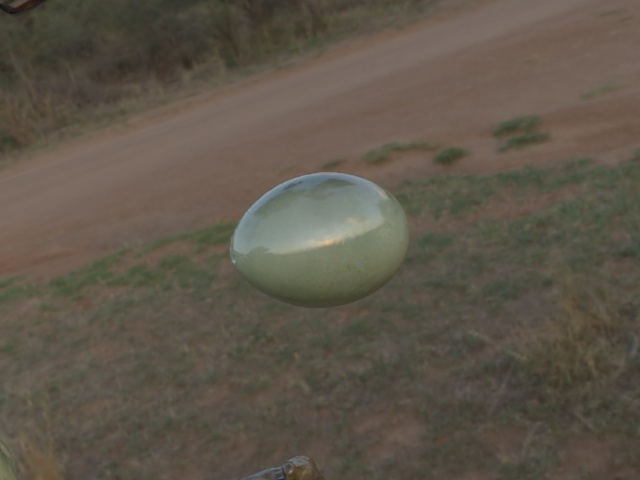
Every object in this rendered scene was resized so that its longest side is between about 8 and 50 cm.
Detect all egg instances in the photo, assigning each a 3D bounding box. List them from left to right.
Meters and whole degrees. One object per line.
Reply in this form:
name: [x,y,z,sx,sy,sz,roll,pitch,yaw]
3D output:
egg: [0.000,0.000,0.824,0.152,0.114,0.114,-10,14,-11]

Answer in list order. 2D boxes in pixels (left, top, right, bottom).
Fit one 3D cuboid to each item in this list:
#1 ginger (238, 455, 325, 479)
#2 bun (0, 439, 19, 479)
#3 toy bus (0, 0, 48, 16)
ginger: [-0.132,0.244,0.802,0.290,0.084,0.122,-21,-24,-6]
bun: [-0.252,0.173,0.600,0.111,0.188,0.164,27,50,18]
toy bus: [-0.321,-0.421,0.796,0.209,0.440,0.249,-38,10,-5]
